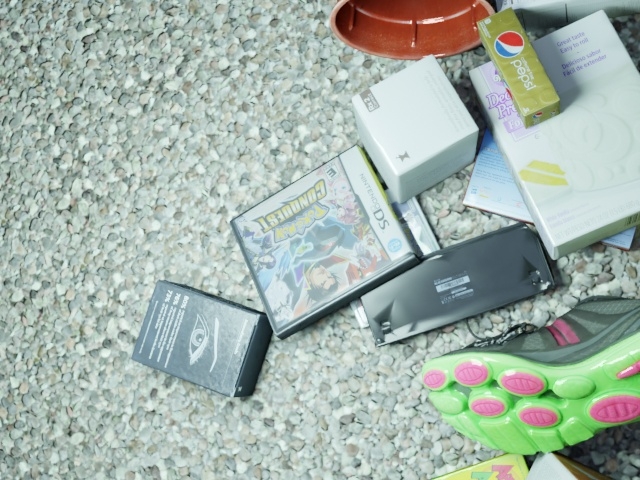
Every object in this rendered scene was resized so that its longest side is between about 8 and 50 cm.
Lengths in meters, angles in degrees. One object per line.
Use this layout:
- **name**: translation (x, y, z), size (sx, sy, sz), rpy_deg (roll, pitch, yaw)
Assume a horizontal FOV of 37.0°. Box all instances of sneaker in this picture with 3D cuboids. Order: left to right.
- **sneaker**: translation (0.395, 0.198, 1.475), size (0.483, 0.202, 0.185), rpy_deg (-11, 106, 22)

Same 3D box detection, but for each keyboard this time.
- **keyboard**: translation (0.234, 0.109, 1.591), size (0.317, 0.033, 0.201), rpy_deg (-20, 86, 12)

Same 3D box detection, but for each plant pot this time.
- **plant pot**: translation (0.157, -0.479, 1.590), size (0.272, 0.272, 0.265), rpy_deg (-1, 75, 16)

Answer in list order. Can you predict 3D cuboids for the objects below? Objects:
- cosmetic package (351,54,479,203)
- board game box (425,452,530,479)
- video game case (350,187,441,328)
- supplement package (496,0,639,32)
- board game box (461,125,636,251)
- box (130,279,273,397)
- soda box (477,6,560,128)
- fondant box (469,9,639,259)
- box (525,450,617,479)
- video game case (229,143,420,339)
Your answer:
- **cosmetic package**: translation (0.155, -0.178, 1.569), size (0.151, 0.183, 0.151), rpy_deg (-29, 77, -1)
- **board game box**: translation (0.258, 0.411, 1.553), size (0.181, 0.043, 0.092), rpy_deg (-22, 78, 12)
- **video game case**: translation (0.111, 0.024, 1.653), size (0.183, 0.023, 0.201), rpy_deg (-27, 77, 11)
- **supplement package**: translation (0.409, -0.436, 1.563), size (0.244, 0.139, 0.133), rpy_deg (-7, 83, 14)
- **board game box**: translation (0.391, -0.089, 1.584), size (0.281, 0.027, 0.145), rpy_deg (17, 88, 17)
- **box**: translation (-0.202, 0.172, 1.679), size (0.207, 0.108, 0.153), rpy_deg (19, 88, 17)
- **soda box**: translation (0.311, -0.270, 1.498), size (0.061, 0.058, 0.181), rpy_deg (-24, 71, 7)
- **fondant box**: translation (0.411, -0.168, 1.527), size (0.238, 0.096, 0.330), rpy_deg (-24, 70, 6)
- **box**: translation (0.402, 0.436, 1.330), size (0.215, 0.345, 0.168), rpy_deg (26, 91, 1)
- **video game case**: translation (0.000, 0.000, 1.649), size (0.275, 0.035, 0.248), rpy_deg (-30, 61, 10)
